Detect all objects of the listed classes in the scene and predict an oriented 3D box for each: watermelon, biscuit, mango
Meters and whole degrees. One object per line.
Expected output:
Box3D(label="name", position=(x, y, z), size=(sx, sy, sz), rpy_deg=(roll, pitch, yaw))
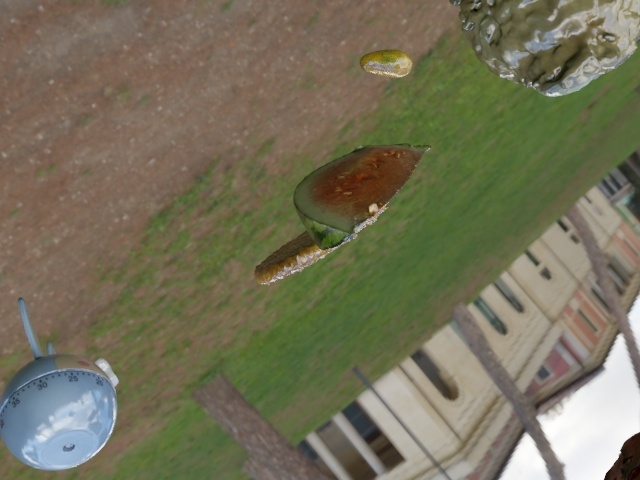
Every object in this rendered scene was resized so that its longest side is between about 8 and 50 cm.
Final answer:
Box3D(label="watermelon", position=(0.041, -0.053, 0.837), size=(0.119, 0.063, 0.245), rpy_deg=(-17, -165, 31))
Box3D(label="biscuit", position=(0.000, 0.000, 1.314), size=(0.254, 0.035, 0.254), rpy_deg=(-30, -173, 4))
Box3D(label="mango", position=(0.141, -0.381, 1.734), size=(0.114, 0.057, 0.079), rpy_deg=(1, -177, -5))

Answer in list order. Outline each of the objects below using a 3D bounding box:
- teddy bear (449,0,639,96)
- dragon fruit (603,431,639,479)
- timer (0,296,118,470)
Box3D(label="teddy bear", position=(0.235, -0.191, 0.639), size=(0.256, 0.267, 0.156), rpy_deg=(-20, 135, -7))
Box3D(label="dragon fruit", position=(0.224, 0.174, 0.428), size=(0.172, 0.172, 0.209), rpy_deg=(-43, 177, 30))
Box3D(label="timer", position=(-0.362, 0.202, 1.146), size=(0.175, 0.175, 0.255), rpy_deg=(-43, -149, 31))
